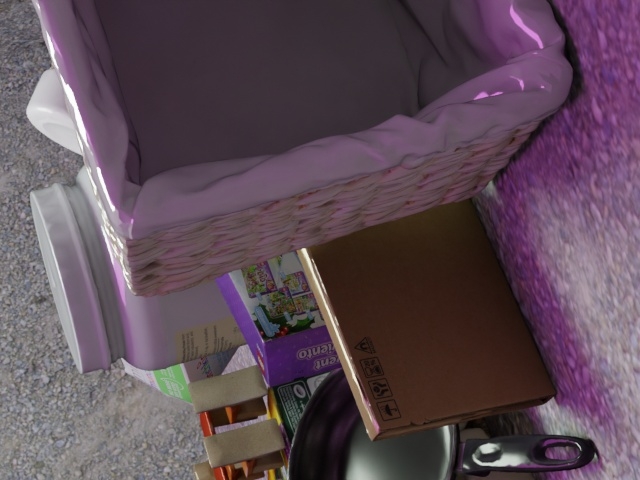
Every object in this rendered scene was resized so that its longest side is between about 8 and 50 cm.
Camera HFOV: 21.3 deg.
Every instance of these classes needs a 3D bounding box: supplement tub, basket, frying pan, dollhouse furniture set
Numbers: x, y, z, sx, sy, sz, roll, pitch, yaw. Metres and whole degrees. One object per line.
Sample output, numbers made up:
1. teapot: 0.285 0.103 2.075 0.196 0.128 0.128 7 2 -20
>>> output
1. supplement tub: -0.123 0.002 1.800 0.235 0.325 0.235 165 90 -78
2. basket: -0.038 -0.161 1.250 0.266 0.328 0.331 102 149 -73
3. frying pan: 0.095 0.160 1.443 0.326 0.053 0.197 -31 52 33
4. dollhouse furniture set: -0.112 0.319 2.096 0.262 0.135 0.259 95 159 -60

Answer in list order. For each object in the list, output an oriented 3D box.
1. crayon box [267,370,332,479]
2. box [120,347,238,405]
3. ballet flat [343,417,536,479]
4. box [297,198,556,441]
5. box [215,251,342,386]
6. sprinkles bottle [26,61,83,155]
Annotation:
1. crayon box: 0.035 0.391 2.100 0.313 0.106 0.363 91 161 -55
2. box: -0.164 0.038 2.115 0.127 0.231 0.262 23 153 19
3. ballet flat: 0.154 0.320 1.445 0.182 0.164 0.483 -54 46 41
4. box: 0.080 0.053 1.358 0.201 0.164 0.021 68 151 25
5. box: 0.000 0.000 1.549 0.293 0.201 0.057 -120 20 -50
6. sprinkles bottle: -0.170 -0.255 1.716 0.121 0.121 0.355 132 162 -75
